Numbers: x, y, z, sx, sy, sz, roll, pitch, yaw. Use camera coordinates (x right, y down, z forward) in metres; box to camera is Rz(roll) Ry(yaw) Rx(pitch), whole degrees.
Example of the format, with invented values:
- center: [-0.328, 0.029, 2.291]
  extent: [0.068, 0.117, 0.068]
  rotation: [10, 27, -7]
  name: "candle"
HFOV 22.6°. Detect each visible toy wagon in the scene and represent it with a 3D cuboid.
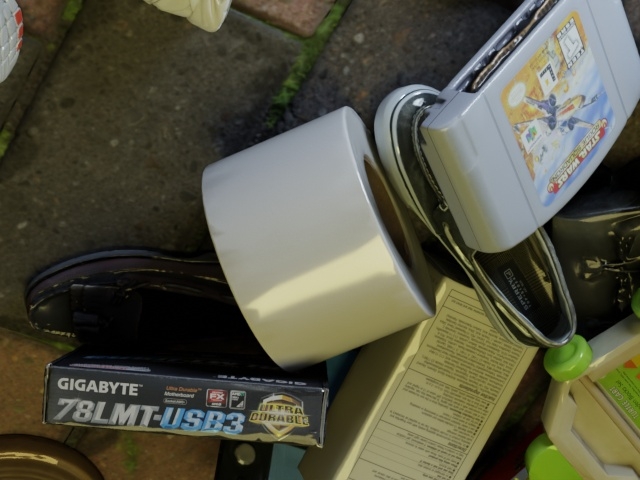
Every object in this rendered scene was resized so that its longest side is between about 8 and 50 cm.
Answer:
- center: [0.359, 0.196, 1.840]
  extent: [0.344, 0.068, 0.267]
  rotation: [-34, 120, 13]
  name: "toy wagon"

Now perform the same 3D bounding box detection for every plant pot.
- center: [-0.386, 0.367, 2.031]
  extent: [0.237, 0.109, 0.237]
  rotation: [-4, 128, -5]
  name: "plant pot"

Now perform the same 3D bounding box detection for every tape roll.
- center: [0.000, 0.000, 1.710]
  extent: [0.169, 0.246, 0.246]
  rotation: [-23, 127, 10]
  name: "tape roll"

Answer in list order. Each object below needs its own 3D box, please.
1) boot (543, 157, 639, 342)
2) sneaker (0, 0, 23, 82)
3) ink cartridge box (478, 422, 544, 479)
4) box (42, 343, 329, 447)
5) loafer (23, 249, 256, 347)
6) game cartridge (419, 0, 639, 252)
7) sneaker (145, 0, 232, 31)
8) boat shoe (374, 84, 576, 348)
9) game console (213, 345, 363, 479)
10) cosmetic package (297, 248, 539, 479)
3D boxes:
- center: [0.444, 0.096, 1.922]
  extent: [0.367, 0.146, 0.445]
  rotation: [-14, 119, -12]
  name: "boot"
- center: [-0.346, -0.233, 1.621]
  extent: [0.065, 0.061, 0.157]
  rotation: [12, 129, 18]
  name: "sneaker"
- center: [0.193, 0.379, 2.030]
  extent: [0.060, 0.239, 0.275]
  rotation: [31, 118, -23]
  name: "ink cartridge box"
- center: [-0.139, 0.166, 1.773]
  extent: [0.296, 0.293, 0.073]
  rotation: [4, 90, 0]
  name: "box"
- center: [-0.189, 0.074, 1.838]
  extent: [0.303, 0.095, 0.109]
  rotation: [-5, 130, -4]
  name: "loafer"
- center: [0.227, -0.136, 1.643]
  extent: [0.297, 0.062, 0.198]
  rotation: [-48, 127, -25]
  name: "game cartridge"
- center: [-0.124, -0.311, 1.558]
  extent: [0.115, 0.090, 0.232]
  rotation: [11, 124, -11]
  name: "sneaker"
- center: [0.185, -0.027, 1.738]
  extent: [0.121, 0.119, 0.335]
  rotation: [-39, 105, -14]
  name: "boat shoe"
- center: [0.037, 0.270, 1.978]
  extent: [0.293, 0.250, 0.173]
  rotation: [20, 149, -20]
  name: "game console"
- center: [0.120, 0.185, 1.890]
  extent: [0.160, 0.113, 0.309]
  rotation: [25, 101, -23]
  name: "cosmetic package"
